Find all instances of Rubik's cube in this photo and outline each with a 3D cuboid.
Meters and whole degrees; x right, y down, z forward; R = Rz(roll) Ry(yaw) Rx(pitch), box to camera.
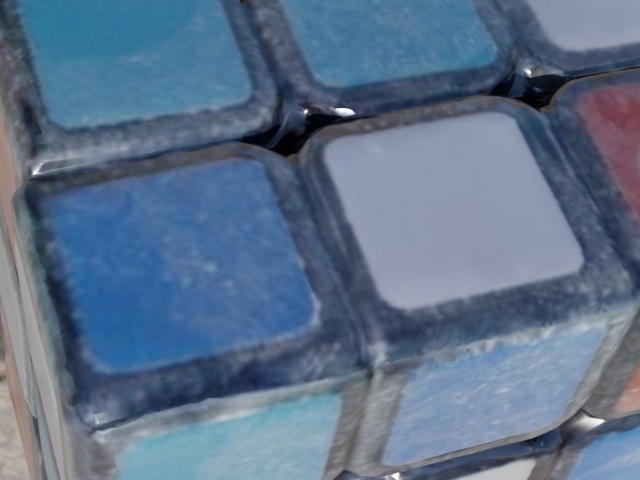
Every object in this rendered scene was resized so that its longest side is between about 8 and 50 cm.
[{"bbox_3d":[0.000,0.000,0.720,0.362,0.363,0.359,-11,55,-20],"label":"Rubik's cube"}]
